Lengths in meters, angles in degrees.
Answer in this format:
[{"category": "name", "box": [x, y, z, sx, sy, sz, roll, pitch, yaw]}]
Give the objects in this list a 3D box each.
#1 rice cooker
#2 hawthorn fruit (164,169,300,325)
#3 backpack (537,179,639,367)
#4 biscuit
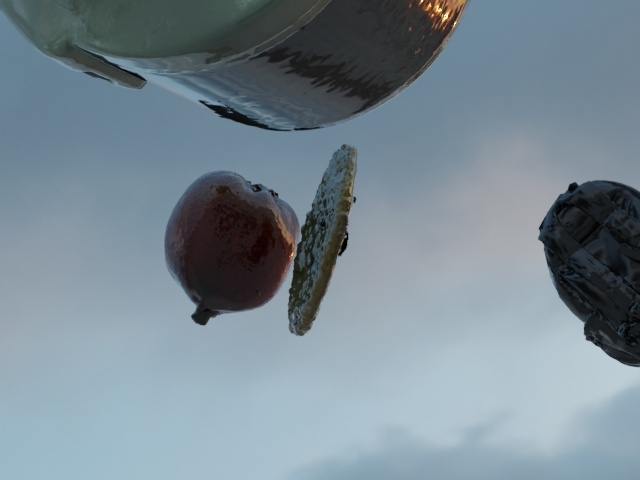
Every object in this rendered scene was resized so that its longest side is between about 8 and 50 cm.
[{"category": "rice cooker", "box": [-0.054, -0.219, 0.841, 0.288, 0.288, 0.277, -37, -20, 16]}, {"category": "hawthorn fruit", "box": [-0.117, 0.012, 1.604, 0.169, 0.169, 0.188, 33, -92, -45]}, {"category": "backpack", "box": [0.384, 0.037, 1.610, 0.206, 0.258, 0.133, -49, -20, 5]}, {"category": "biscuit", "box": [0.001, 0.000, 1.425, 0.033, 0.220, 0.220, 16, -49, -8]}]
